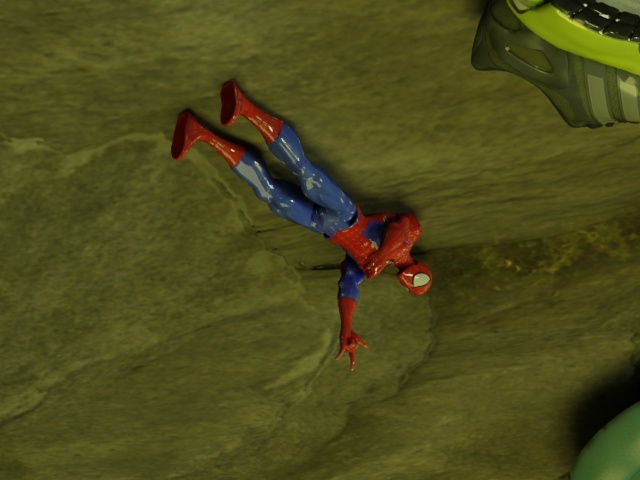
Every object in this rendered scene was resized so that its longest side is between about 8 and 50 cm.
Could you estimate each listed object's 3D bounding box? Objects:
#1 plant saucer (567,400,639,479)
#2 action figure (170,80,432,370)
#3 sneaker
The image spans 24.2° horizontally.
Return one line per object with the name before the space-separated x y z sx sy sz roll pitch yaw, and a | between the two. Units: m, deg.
plant saucer | 0.413 0.236 1.537 0.317 0.044 0.318 -8 139 -7
action figure | 0.000 0.000 1.253 0.091 0.139 0.280 -29 134 34
sneaker | 0.248 -0.129 1.122 0.300 0.111 0.121 25 146 -17
